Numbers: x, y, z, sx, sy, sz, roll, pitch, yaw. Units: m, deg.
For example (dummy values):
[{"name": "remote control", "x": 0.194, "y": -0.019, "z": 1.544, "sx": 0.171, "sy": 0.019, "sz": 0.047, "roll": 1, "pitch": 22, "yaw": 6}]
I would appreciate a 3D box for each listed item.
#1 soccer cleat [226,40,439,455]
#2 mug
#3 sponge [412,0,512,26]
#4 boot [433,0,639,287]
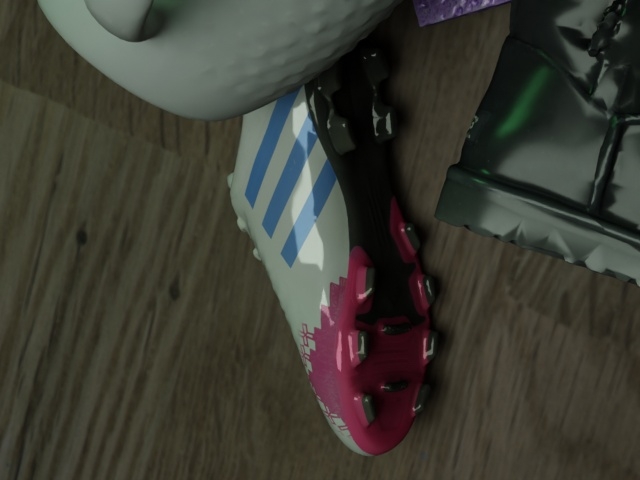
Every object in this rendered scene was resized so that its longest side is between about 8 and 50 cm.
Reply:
[{"name": "soccer cleat", "x": 0.000, "y": 0.000, "z": 1.424, "sx": 0.143, "sy": 0.116, "sz": 0.331, "roll": -4, "pitch": 95, "yaw": 41}, {"name": "mug", "x": -0.050, "y": -0.243, "z": 1.205, "sx": 0.276, "sy": 0.374, "sz": 0.328, "roll": 37, "pitch": 111, "yaw": 0}, {"name": "sponge", "x": 0.150, "y": -0.235, "z": 1.331, "sx": 0.210, "sy": 0.031, "sz": 0.117, "roll": -13, "pitch": 94, "yaw": 28}, {"name": "boot", "x": 0.311, "y": -0.171, "z": 1.209, "sx": 0.367, "sy": 0.146, "sz": 0.445, "roll": 18, "pitch": 95, "yaw": 0}]
